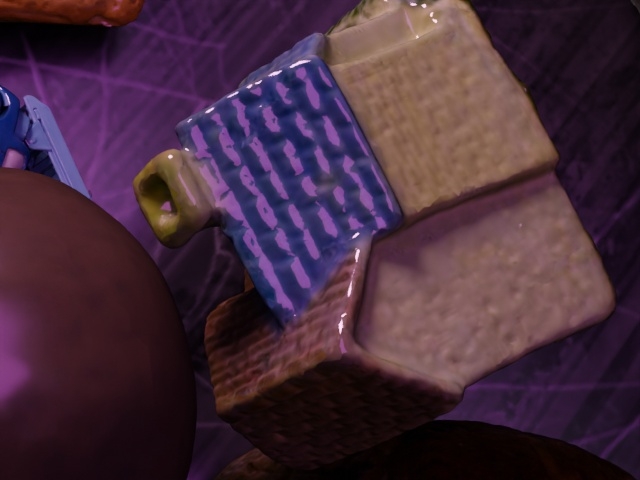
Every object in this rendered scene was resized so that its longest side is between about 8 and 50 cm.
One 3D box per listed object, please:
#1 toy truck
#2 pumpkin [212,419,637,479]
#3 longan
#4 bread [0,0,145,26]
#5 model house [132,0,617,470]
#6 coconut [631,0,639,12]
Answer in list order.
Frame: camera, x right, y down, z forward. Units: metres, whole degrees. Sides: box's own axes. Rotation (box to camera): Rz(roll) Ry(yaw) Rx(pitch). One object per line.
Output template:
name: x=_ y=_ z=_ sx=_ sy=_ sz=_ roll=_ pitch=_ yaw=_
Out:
toy truck: x=-0.168 y=-0.042 z=0.927 sx=0.090 sy=0.056 sz=0.073 roll=25 pitch=63 yaw=-24
pumpkin: x=0.041 y=0.164 z=0.891 sx=0.312 sy=0.148 sz=0.169 roll=-39 pitch=94 yaw=-27
longan: x=-0.156 y=0.074 z=0.824 sx=0.197 sy=0.196 sz=0.220 roll=-10 pitch=91 yaw=-21
bread: x=-0.227 y=-0.185 z=0.913 sx=0.271 sy=0.077 sz=0.139 roll=-3 pitch=107 yaw=-18
model house: x=0.000 y=0.000 z=0.863 sx=0.189 sy=0.195 sz=0.214 roll=-26 pitch=91 yaw=-46
coconut: x=0.289 y=-0.241 z=1.008 sx=0.328 sy=0.281 sz=0.328 roll=11 pitch=74 yaw=-45
